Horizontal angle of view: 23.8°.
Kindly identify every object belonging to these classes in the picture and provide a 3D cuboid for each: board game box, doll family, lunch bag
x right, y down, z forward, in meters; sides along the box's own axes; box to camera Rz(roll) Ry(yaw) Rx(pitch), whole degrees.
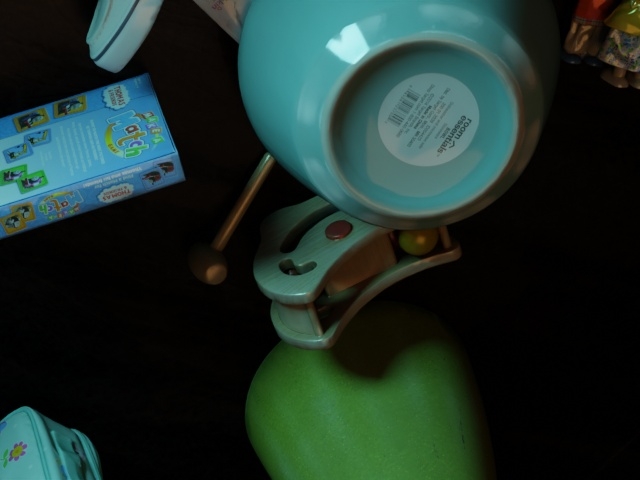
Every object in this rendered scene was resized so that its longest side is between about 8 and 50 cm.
[{"bbox_3d":[-0.244,-0.077,1.418,0.211,0.160,0.039,-18,126,-5],"label":"board game box"},{"bbox_3d":[0.373,-0.235,1.534,0.263,0.118,0.163,2,121,-18],"label":"doll family"},{"bbox_3d":[-0.310,0.320,1.583,0.224,0.279,0.108,-44,128,10],"label":"lunch bag"}]

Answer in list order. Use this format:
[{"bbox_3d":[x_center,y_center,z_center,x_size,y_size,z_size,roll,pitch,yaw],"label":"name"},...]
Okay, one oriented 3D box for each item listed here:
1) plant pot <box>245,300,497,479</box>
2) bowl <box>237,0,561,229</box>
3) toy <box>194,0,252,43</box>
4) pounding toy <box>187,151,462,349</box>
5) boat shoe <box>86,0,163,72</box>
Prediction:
[{"bbox_3d":[0.082,0.259,1.657,0.275,0.293,0.274,-8,124,-12],"label":"plant pot"},{"bbox_3d":[0.081,-0.133,1.390,0.311,0.163,0.311,-2,118,-3],"label":"bowl"},{"bbox_3d":[-0.010,-0.222,1.462,0.137,0.056,0.237,-41,120,15],"label":"toy"},{"bbox_3d":[0.000,0.000,1.549,0.269,0.154,0.155,-22,126,-3],"label":"pounding toy"},{"bbox_3d":[-0.167,-0.281,1.352,0.088,0.096,0.267,17,114,-22],"label":"boat shoe"}]
